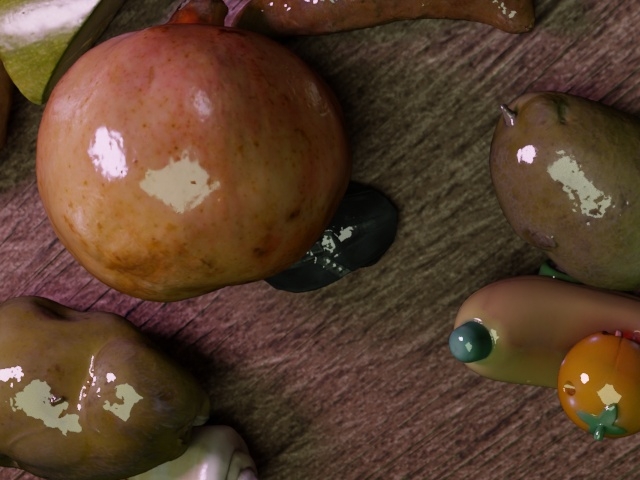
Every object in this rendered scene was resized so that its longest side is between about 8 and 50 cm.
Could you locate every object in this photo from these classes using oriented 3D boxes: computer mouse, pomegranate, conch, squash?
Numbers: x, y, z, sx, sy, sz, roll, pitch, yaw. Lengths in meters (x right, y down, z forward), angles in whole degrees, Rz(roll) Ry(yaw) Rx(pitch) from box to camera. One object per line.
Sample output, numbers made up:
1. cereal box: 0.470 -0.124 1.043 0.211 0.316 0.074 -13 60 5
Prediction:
1. computer mouse: 0.000 0.000 1.603 0.192 0.062 0.106 -19 102 21
2. pomegranate: -0.136 -0.103 1.475 0.338 0.338 0.338 5 110 15
3. conch: -0.165 0.296 1.741 0.255 0.127 0.158 9 98 42
4. squash: -0.243 -0.260 1.570 0.252 0.093 0.169 -13 102 21

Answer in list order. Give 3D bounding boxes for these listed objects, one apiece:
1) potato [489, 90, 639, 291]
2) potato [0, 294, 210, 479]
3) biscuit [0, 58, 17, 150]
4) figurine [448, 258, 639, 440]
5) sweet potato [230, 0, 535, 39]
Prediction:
1. potato: 0.276 -0.059 1.451 0.251 0.159 0.174 37 89 -11
2. potato: -0.293 0.185 1.675 0.351 0.202 0.218 8 98 23
3. biscuit: -0.499 -0.191 1.654 0.296 0.102 0.296 10 115 23
4. figurine: 0.298 0.125 1.468 0.324 0.222 0.124 17 110 12
5. sweet potato: 0.053 -0.265 1.479 0.341 0.092 0.114 0 125 18
